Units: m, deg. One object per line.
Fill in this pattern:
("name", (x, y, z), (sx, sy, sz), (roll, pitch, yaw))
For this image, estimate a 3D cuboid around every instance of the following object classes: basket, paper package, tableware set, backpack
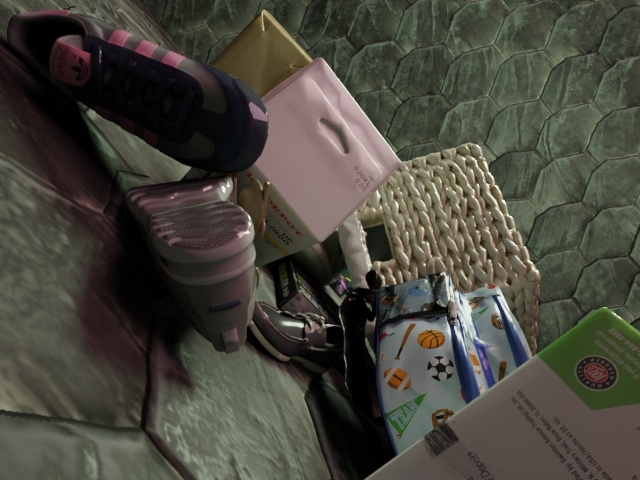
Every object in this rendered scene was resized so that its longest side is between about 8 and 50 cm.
("basket", (0.200, 0.068, 1.009), (0.331, 0.266, 0.328), (66, 11, -50))
("paper package", (-0.179, -0.370, 1.388), (0.168, 0.309, 0.325), (44, 6, -15))
("tableware set", (-0.088, -0.002, 0.623), (0.020, 0.141, 0.168), (0, 13, -23))
("backpack", (0.152, 0.190, 0.677), (0.276, 0.213, 0.263), (65, 22, -18))

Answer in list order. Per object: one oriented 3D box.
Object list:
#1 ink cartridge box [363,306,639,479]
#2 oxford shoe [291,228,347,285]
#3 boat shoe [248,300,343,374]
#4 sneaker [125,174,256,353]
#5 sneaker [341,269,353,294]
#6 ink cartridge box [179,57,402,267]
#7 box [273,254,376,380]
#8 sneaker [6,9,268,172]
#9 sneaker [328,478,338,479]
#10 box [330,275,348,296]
("ink cartridge box", (0.157, 0.205, 0.380), (0.115, 0.273, 0.198), (50, 5, -30))
("oxford shoe", (0.000, 0.000, 1.144), (0.169, 0.130, 0.449), (51, 1, 11))
("boat shoe", (-0.024, 0.105, 0.692), (0.075, 0.065, 0.206), (54, 6, 34))
("sneaker", (-0.123, 0.010, 0.545), (0.281, 0.105, 0.115), (-130, -147, -67))
("sneaker", (0.153, 0.155, 1.545), (0.208, 0.127, 0.319), (49, -5, -29))
("ink cartridge box", (-0.051, -0.090, 0.766), (0.171, 0.168, 0.232), (50, -27, -10))
("box", (0.003, 0.122, 0.926), (0.191, 0.045, 0.184), (48, 3, -17))
("sneaker", (-0.200, -0.156, 0.600), (0.319, 0.112, 0.131), (28, 16, 28))
("sneaker", (0.000, 0.183, 0.298), (0.063, 0.073, 0.162), (49, 5, -19))
("box", (0.005, 0.061, 1.451), (0.162, 0.029, 0.116), (48, 6, -11))
